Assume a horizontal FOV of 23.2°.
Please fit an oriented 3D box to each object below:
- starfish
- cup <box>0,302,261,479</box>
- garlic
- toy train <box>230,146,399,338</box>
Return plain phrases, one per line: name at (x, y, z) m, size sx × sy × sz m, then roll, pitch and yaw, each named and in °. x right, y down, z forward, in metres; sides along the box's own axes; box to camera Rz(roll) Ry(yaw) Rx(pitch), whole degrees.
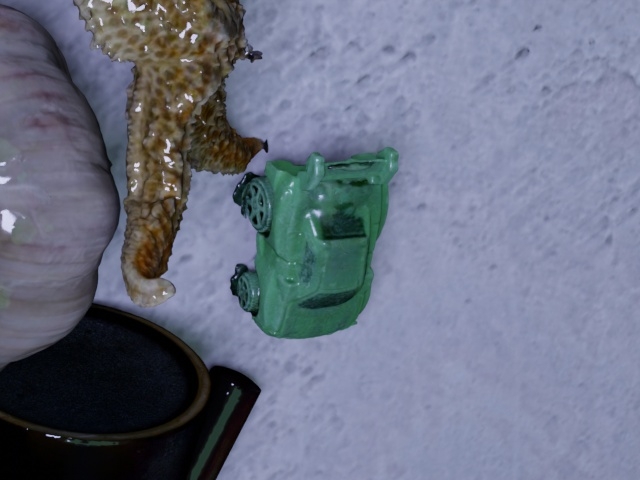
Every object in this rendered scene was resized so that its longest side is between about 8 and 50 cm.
starfish at (-0.077, -0.149, 0.844) m, size 0.084 × 0.301 × 0.294 m, roll -6°, pitch 106°, yaw 17°
cup at (-0.132, 0.153, 0.985) m, size 0.239 × 0.166 × 0.177 m, roll 1°, pitch 116°, yaw -26°
garlic at (-0.181, -0.027, 0.881) m, size 0.212 × 0.218 × 0.219 m, roll -4°, pitch 118°, yaw -58°
toy train at (0.000, 0.000, 1.027) m, size 0.099 × 0.081 × 0.149 m, roll -5°, pitch 115°, yaw -26°
